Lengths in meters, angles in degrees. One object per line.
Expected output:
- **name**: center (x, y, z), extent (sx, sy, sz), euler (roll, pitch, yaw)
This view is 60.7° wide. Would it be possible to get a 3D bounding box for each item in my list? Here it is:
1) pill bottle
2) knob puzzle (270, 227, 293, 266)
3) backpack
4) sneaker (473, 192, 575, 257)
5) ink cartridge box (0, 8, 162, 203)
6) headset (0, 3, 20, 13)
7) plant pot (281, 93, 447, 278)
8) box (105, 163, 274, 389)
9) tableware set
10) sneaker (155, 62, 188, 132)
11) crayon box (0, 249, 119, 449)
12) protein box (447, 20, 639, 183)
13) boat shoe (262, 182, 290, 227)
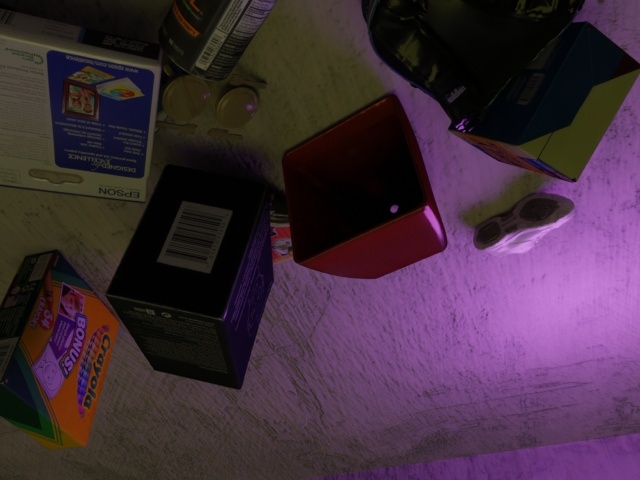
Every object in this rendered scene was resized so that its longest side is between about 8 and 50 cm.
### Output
- **pill bottle**: center (-0.138, -0.374, 0.828), extent (0.130, 0.131, 0.245), euler (26, 130, -25)
- **knob puzzle**: center (-0.134, 0.001, 1.294), extent (0.213, 0.030, 0.213), euler (0, 136, 0)
- **backpack**: center (0.198, -0.346, 0.810), extent (0.263, 0.213, 0.276), euler (18, 127, -30)
- **sneaker**: center (0.473, -0.028, 1.249), extent (0.232, 0.090, 0.115), euler (-27, 138, 36)
- **ink cartridge box**: center (-0.417, -0.198, 0.861), extent (0.303, 0.072, 0.307), euler (7, 143, -18)
- **headset**: center (-0.511, -0.294, 0.932), extent (0.393, 0.185, 0.243), euler (7, 142, 13)
- **plant pot**: center (0.109, -0.070, 1.080), extent (0.267, 0.267, 0.235), euler (-26, 144, 24)
- **box**: center (-0.235, 0.091, 1.126), extent (0.211, 0.294, 0.396), euler (11, 148, 4)
- **tableware set**: center (-0.199, -0.252, 0.977), extent (0.194, 0.039, 0.128), euler (0, 131, -46)
- **sneaker**: center (-0.296, -0.265, 0.990), extent (0.073, 0.063, 0.162), euler (31, 127, -24)
- **crayon box**: center (-0.640, 0.264, 1.317), extent (0.106, 0.363, 0.313), euler (-11, 136, 10)
- **protein box**: center (0.353, -0.227, 0.892), extent (0.135, 0.201, 0.200), euler (24, 99, -23)
- **boat shoe**: center (-0.131, -0.086, 1.168), extent (0.223, 0.080, 0.073), euler (10, 141, -5)
